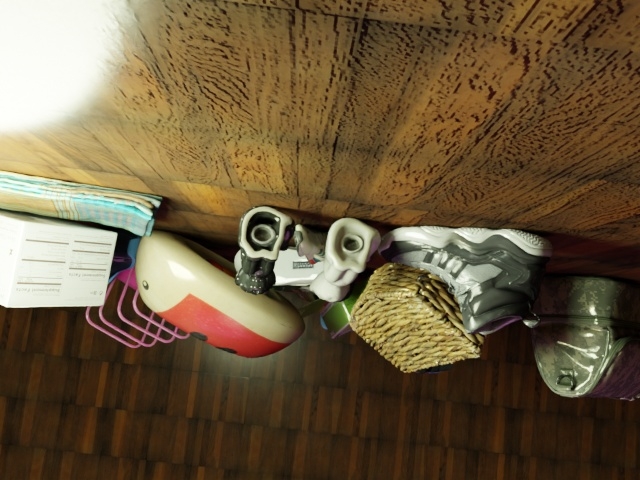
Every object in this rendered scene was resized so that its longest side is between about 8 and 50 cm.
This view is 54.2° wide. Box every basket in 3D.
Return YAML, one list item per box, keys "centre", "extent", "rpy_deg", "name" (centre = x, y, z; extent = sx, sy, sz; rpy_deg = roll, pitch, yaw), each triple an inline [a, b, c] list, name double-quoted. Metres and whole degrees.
- centre: [0.213, 0.104, 1.245]
  extent: [0.213, 0.223, 0.299]
  rpy_deg: [41, 153, -5]
  name: "basket"

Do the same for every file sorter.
- centre: [-0.427, 0.152, 1.602]
  extent: [0.290, 0.182, 0.202]
  rpy_deg: [-16, 137, 36]
  name: "file sorter"

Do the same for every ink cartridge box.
- centre: [0.036, 0.208, 1.714]
  extent: [0.255, 0.097, 0.189]
  rpy_deg: [-21, 165, -22]
  name: "ink cartridge box"

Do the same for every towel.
- centre: [-0.454, -0.064, 1.021]
  extent: [0.370, 0.040, 0.271]
  rpy_deg: [9, 171, -15]
  name: "towel"

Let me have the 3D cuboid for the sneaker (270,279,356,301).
- centre: [-0.041, 0.076, 1.535]
  extent: [0.300, 0.111, 0.121]
  rpy_deg: [16, -179, -33]
  name: "sneaker"

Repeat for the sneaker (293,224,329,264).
- centre: [0.000, 0.000, 1.095]
  extent: [0.075, 0.057, 0.161]
  rpy_deg: [-16, 164, 8]
  name: "sneaker"

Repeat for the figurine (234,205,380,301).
- centre: [-0.030, 0.040, 1.002]
  extent: [0.215, 0.092, 0.209]
  rpy_deg: [7, 153, -8]
  name: "figurine"

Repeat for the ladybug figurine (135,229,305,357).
- centre: [-0.229, 0.139, 1.413]
  extent: [0.449, 0.162, 0.305]
  rpy_deg: [33, 180, -27]
  name: "ladybug figurine"

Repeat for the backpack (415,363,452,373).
- centre: [0.282, 0.239, 1.772]
  extent: [0.276, 0.263, 0.213]
  rpy_deg: [8, 172, -19]
  name: "backpack"

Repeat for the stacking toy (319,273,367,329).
- centre: [0.105, 0.170, 1.962]
  extent: [0.165, 0.175, 0.302]
  rpy_deg: [2, 159, -12]
  name: "stacking toy"

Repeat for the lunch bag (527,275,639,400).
- centre: [0.609, 0.220, 1.377]
  extent: [0.305, 0.256, 0.212]
  rpy_deg: [13, 170, -42]
  name: "lunch bag"

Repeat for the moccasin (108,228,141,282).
- centre: [-0.542, 0.024, 1.519]
  extent: [0.117, 0.138, 0.342]
  rpy_deg: [16, 154, -31]
  name: "moccasin"

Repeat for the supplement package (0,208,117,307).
- centre: [-0.553, 0.023, 1.152]
  extent: [0.262, 0.145, 0.204]
  rpy_deg: [12, -179, 29]
  name: "supplement package"

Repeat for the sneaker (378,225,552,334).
- centre: [0.203, 0.061, 0.938]
  extent: [0.268, 0.153, 0.101]
  rpy_deg: [2, 171, 31]
  name: "sneaker"

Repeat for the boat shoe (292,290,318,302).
- centre: [-0.049, 0.117, 1.767]
  extent: [0.098, 0.109, 0.302]
  rpy_deg: [5, 178, 1]
  name: "boat shoe"

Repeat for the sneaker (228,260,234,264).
- centre: [-0.344, 0.093, 1.956]
  extent: [0.188, 0.071, 0.066]
  rpy_deg: [9, 172, -16]
  name: "sneaker"

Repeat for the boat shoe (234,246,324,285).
- centre: [-0.053, 0.055, 1.374]
  extent: [0.267, 0.096, 0.088]
  rpy_deg: [-4, 165, 14]
  name: "boat shoe"
